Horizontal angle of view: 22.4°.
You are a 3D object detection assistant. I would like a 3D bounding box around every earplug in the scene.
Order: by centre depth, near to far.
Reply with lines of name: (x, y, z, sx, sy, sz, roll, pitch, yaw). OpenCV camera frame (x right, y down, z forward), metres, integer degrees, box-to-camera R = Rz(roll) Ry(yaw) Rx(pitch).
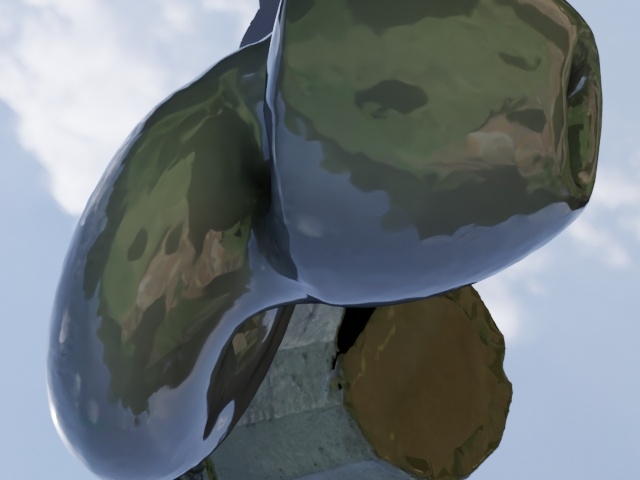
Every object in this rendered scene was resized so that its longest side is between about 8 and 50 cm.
earplug: (-0.008, -0.009, 0.777, 0.175, 0.325, 0.214, 48, -158, 6)

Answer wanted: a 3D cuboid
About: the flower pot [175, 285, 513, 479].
flower pot: (0.004, 0.092, 1.061, 0.212, 0.202, 0.212, 13, -113, -33)

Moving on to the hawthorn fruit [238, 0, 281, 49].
hawthorn fruit: (0.051, -0.171, 1.519, 0.251, 0.189, 0.189, 15, -143, -16)
